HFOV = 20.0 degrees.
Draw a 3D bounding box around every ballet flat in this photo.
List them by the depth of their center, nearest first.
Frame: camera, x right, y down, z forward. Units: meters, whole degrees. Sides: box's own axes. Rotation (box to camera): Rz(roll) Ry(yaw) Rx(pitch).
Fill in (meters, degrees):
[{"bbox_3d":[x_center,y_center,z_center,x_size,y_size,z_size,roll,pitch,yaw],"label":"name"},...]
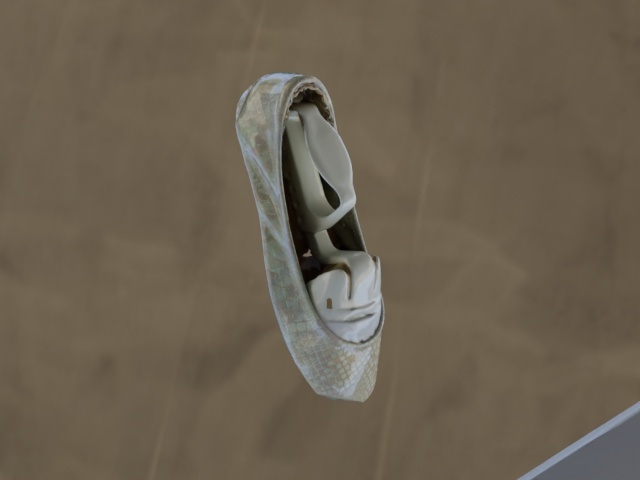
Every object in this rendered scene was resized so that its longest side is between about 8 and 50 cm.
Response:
[{"bbox_3d":[0.000,0.000,0.873,0.057,0.052,0.168,-21,-85,-38],"label":"ballet flat"}]

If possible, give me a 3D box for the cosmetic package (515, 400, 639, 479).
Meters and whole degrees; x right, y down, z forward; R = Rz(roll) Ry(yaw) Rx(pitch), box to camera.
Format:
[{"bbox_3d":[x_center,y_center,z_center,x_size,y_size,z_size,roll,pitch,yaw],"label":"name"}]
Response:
[{"bbox_3d":[0.244,0.274,1.013,0.284,0.097,0.377,-31,-99,-15],"label":"cosmetic package"}]
